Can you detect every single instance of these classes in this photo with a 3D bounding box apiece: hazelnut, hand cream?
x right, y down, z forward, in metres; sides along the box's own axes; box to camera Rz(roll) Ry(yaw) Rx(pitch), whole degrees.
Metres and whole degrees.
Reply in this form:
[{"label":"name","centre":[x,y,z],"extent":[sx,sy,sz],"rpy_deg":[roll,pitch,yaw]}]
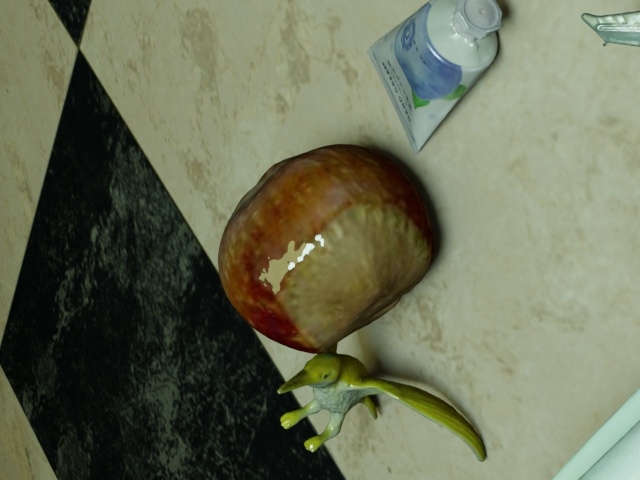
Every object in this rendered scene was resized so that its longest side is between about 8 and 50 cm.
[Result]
[{"label":"hazelnut","centre":[0.000,0.000,0.717],"extent":[0.143,0.154,0.143],"rpy_deg":[51,178,2]},{"label":"hand cream","centre":[0.072,-0.117,0.667],"extent":[0.084,0.053,0.142],"rpy_deg":[66,154,7]}]

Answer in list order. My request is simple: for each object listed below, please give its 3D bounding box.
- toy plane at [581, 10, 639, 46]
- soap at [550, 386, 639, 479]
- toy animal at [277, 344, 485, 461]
[{"label":"toy plane","centre":[0.230,-0.119,0.445],"extent":[0.226,0.058,0.226],"rpy_deg":[-28,81,37]},{"label":"soap","centre":[0.230,0.125,0.430],"extent":[0.208,0.115,0.347],"rpy_deg":[39,123,11]},{"label":"toy animal","centre":[0.011,0.118,0.767],"extent":[0.219,0.155,0.095],"rpy_deg":[42,125,24]}]
